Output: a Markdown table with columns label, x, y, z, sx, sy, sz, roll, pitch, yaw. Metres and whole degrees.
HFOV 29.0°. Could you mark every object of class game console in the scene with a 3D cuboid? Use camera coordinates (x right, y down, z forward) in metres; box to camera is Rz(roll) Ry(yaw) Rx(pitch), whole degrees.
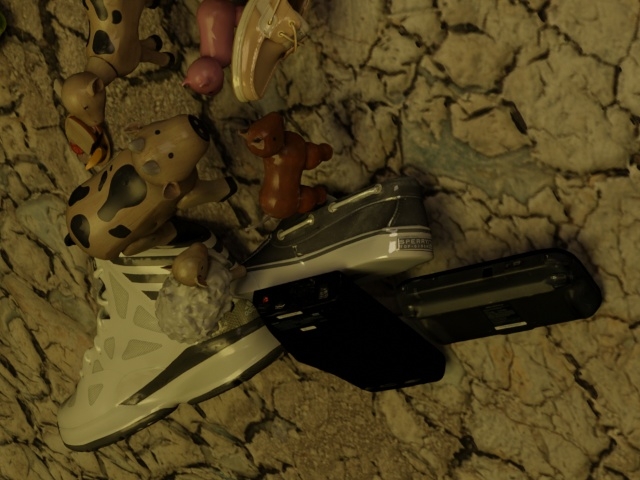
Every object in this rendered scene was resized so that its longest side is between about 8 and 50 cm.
| label | x | y | z | sx | sy | sz | roll | pitch | yaw |
| --- | --- | --- | --- | --- | --- | --- | --- | --- | --- |
| game console | 0.118 | 0.082 | 1.289 | 0.361 | 0.044 | 0.213 | -14 | 144 | 32 |

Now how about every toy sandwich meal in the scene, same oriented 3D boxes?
| label | x | y | z | sx | sy | sz | roll | pitch | yaw |
| --- | --- | --- | --- | --- | --- | --- | --- | --- | --- |
| toy sandwich meal | -0.299 | -0.126 | 1.563 | 0.085 | 0.029 | 0.085 | 23 | 133 | 27 |

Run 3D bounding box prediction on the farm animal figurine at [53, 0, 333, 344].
| label | x | y | z | sx | sy | sz | roll | pitch | yaw |
| --- | --- | --- | --- | --- | --- | --- | --- | --- | --- |
| farm animal figurine | -0.174 | -0.097 | 1.281 | 0.330 | 0.172 | 0.327 | 45 | 121 | 19 |

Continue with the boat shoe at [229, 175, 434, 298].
| label | x | y | z | sx | sy | sz | roll | pitch | yaw |
| --- | --- | --- | --- | --- | --- | --- | --- | --- | --- |
| boat shoe | 0.000 | 0.000 | 1.346 | 0.301 | 0.108 | 0.102 | -20 | 72 | 49 |

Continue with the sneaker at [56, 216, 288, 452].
| label | x | y | z | sx | sy | sz | roll | pitch | yaw |
| --- | --- | --- | --- | --- | --- | --- | --- | --- | --- |
| sneaker | -0.240 | 0.105 | 1.620 | 0.447 | 0.169 | 0.257 | -29 | 90 | 41 |

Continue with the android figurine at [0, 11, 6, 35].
| label | x | y | z | sx | sy | sz | roll | pitch | yaw |
| --- | --- | --- | --- | --- | --- | --- | --- | --- | --- |
| android figurine | -0.495 | -0.335 | 1.560 | 0.248 | 0.056 | 0.273 | 52 | 138 | -4 |

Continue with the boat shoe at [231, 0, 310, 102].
| label | x | y | z | sx | sy | sz | roll | pitch | yaw |
| --- | --- | --- | --- | --- | --- | --- | --- | --- | --- |
| boat shoe | -0.038 | -0.209 | 1.180 | 0.059 | 0.170 | 0.063 | 12 | 167 | 18 |
